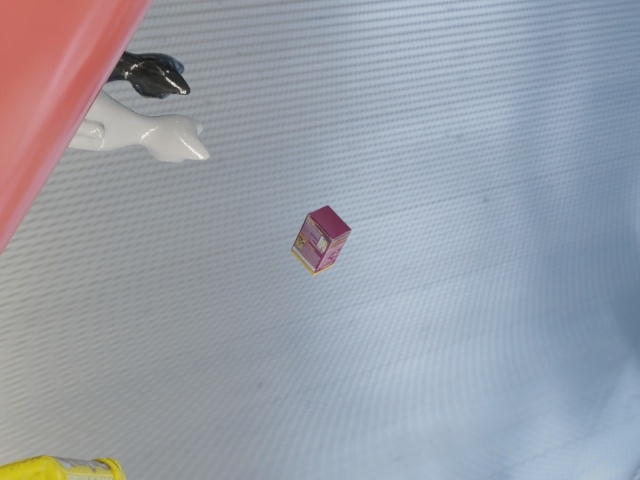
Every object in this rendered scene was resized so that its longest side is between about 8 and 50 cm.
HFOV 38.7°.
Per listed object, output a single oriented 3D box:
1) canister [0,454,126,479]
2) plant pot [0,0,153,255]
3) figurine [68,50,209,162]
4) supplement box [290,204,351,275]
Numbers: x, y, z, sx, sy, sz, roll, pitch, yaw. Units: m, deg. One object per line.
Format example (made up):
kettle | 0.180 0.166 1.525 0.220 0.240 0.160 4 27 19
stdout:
canister | -0.318 0.299 1.073 0.126 0.073 0.170 -17 161 7
plant pot | -0.267 -0.109 0.565 0.275 0.275 0.243 22 87 -47
figurine | -0.244 -0.178 1.113 0.209 0.215 0.092 9 131 -32
supplement box | 0.000 0.000 1.285 0.043 0.055 0.083 -26 155 -39
